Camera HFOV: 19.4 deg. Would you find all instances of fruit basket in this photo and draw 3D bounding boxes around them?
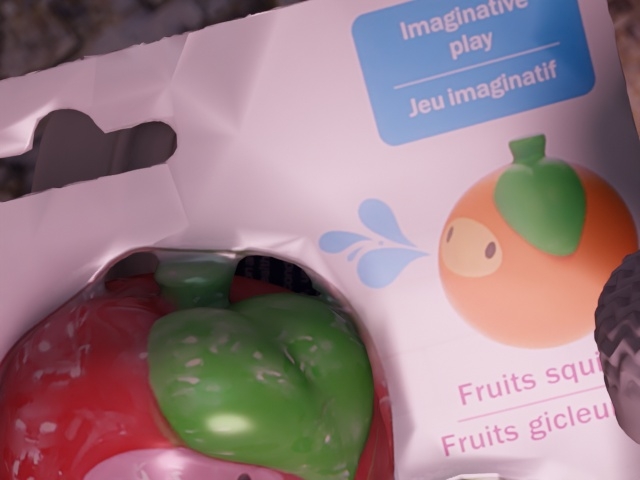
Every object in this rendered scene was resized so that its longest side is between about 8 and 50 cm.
[{"bbox_3d":[-0.036,0.120,0.554,0.327,0.165,0.353,-14,111,4],"label":"fruit basket"}]

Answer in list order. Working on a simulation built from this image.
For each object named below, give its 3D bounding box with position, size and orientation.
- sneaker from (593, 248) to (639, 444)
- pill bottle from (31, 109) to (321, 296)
[{"bbox_3d":[0.237,0.065,0.540,0.366,0.137,0.210,-12,87,-40],"label":"sneaker"},{"bbox_3d":[0.000,0.000,0.643,0.186,0.112,0.112,4,82,4],"label":"pill bottle"}]
